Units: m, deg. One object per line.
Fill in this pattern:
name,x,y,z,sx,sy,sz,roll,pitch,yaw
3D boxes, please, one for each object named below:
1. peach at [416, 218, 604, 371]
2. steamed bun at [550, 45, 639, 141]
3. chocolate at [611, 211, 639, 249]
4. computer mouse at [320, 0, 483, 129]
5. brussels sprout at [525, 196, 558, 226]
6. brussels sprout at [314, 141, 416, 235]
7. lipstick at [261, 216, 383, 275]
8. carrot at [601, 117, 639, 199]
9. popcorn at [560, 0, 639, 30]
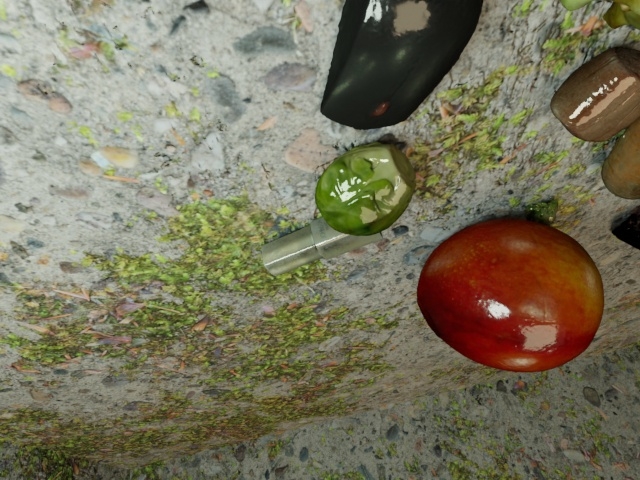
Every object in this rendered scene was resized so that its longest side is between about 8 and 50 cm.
peach,0.418,0.124,0.986,0.389,0.388,0.388,-9,145,-7
steamed bun,0.483,-0.247,0.709,0.175,0.106,0.145,0,144,-35
chocolate,0.906,-0.042,1.139,0.156,0.156,0.133,27,100,-43
computer mouse,0.108,-0.253,0.579,0.169,0.087,0.295,-3,146,-20
brussels sprout,0.534,-0.064,1.020,0.085,0.058,0.085,2,135,2
brussels sprout,0.083,-0.087,0.762,0.181,0.143,0.161,-19,111,28
lipstick,0.000,0.000,0.899,0.253,0.078,0.077,-22,144,10
carrot,0.651,-0.202,0.804,0.139,0.138,0.301,-16,145,2
popcorn,0.445,-0.329,0.427,0.336,0.278,0.274,24,175,-29
